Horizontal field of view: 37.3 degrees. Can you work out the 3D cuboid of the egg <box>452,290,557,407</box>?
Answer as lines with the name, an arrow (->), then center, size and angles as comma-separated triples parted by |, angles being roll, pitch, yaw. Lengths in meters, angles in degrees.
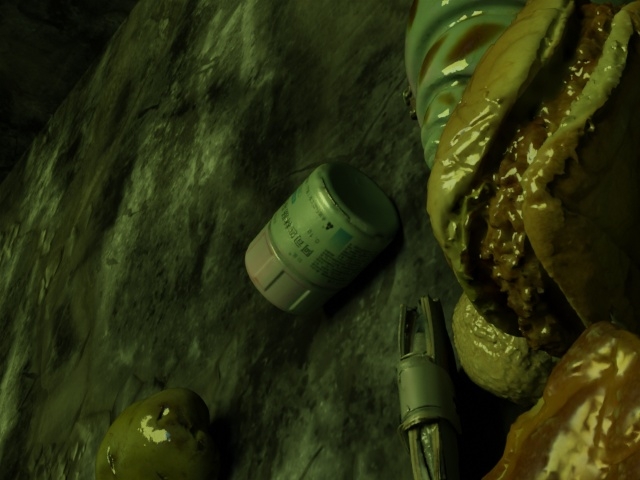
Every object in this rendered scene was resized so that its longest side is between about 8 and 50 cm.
egg -> 0.178, 0.081, 0.864 | 0.118, 0.116, 0.140 | 116, 158, -51

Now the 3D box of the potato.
potato -> -0.223, 0.296, 1.307 | 0.200, 0.137, 0.154 | -41, 36, 31

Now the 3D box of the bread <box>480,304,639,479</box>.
bread -> 0.228, 0.233, 0.561 | 0.279, 0.207, 0.279 | -56, 31, 9

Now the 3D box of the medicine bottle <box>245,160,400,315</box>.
medicine bottle -> 0.000, 0.000, 1.198 | 0.168, 0.135, 0.135 | -47, 33, 29

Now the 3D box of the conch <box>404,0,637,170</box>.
conch -> 0.205, -0.209, 0.983 | 0.249, 0.197, 0.368 | 0, 71, 36

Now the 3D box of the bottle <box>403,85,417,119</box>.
bottle -> 0.156, -0.202, 1.154 | 0.099, 0.099, 0.152 | 9, 78, 60

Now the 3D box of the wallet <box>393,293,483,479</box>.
wallet -> 0.113, 0.175, 0.869 | 0.069, 0.170, 0.231 | -13, 45, 9

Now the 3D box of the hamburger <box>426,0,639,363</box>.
hamburger -> 0.205, -0.052, 0.759 | 0.144, 0.259, 0.283 | 4, 48, 38
